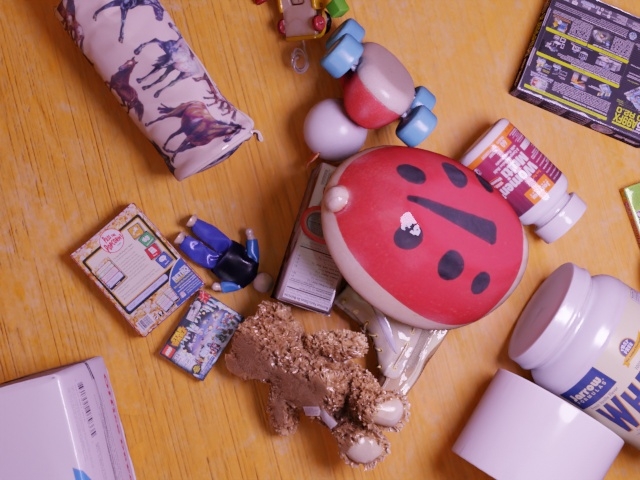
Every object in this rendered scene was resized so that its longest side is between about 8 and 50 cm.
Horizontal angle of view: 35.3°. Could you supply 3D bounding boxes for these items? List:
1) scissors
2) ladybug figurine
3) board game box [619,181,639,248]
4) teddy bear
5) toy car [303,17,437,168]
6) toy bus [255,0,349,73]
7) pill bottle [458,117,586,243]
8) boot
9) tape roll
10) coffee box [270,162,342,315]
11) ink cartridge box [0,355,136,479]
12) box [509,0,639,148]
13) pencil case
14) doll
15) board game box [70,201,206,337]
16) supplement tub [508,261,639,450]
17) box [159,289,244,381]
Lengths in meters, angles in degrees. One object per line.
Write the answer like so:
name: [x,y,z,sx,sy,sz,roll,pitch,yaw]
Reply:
scissors: [0.080,0.043,1.688,0.109,0.021,0.297,-36,92,-9]
ladybug figurine: [0.192,-0.010,1.670,0.449,0.162,0.305,16,70,-39]
board game box: [0.700,-0.080,1.877,0.260,0.039,0.124,-19,89,-3]
teddy bear: [0.002,0.245,1.731,0.338,0.113,0.245,19,118,25]
toy car: [0.048,-0.224,1.782,0.219,0.210,0.238,41,113,-15]
toy bus: [-0.014,-0.436,1.799,0.104,0.202,0.191,-20,64,-44]
pill bottle: [0.364,-0.105,1.807,0.221,0.121,0.121,44,84,-1]
boot: [0.094,0.173,1.779,0.203,0.095,0.262,36,82,-5]
tape roll: [0.370,0.351,1.721,0.246,0.246,0.169,32,86,-2]
coffee box: [0.000,0.000,1.762,0.098,0.141,0.246,18,87,-6]
ink cartridge box: [-0.416,0.348,1.581,0.166,0.395,0.285,-14,88,-3]
box: [0.515,-0.321,1.863,0.270,0.060,0.216,21,86,-3]
pencil case: [-0.278,-0.294,1.745,0.184,0.160,0.410,-36,90,9]
doll: [-0.163,0.029,1.793,0.189,0.046,0.129,36,86,-2]
board game box: [-0.321,0.052,1.778,0.147,0.045,0.193,-41,91,-5]
supplement tub: [0.516,0.205,1.745,0.325,0.235,0.235,32,85,-2]
box: [-0.211,0.169,1.790,0.094,0.027,0.137,32,85,-1]
